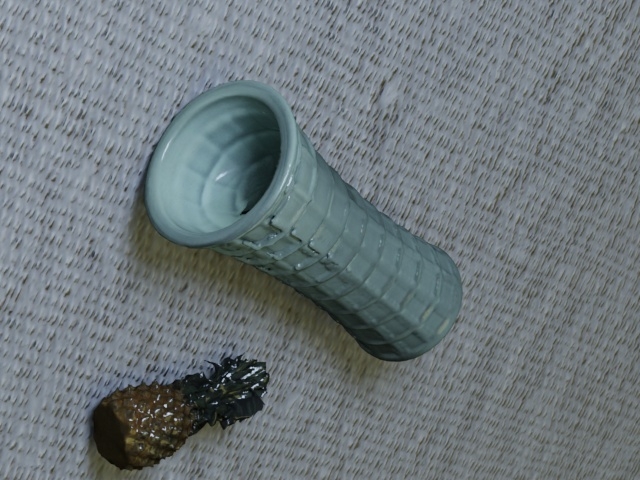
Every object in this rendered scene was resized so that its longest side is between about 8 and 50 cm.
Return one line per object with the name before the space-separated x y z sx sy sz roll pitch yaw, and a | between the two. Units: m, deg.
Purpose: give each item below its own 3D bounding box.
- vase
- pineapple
vase | 0.000 0.000 1.603 0.143 0.143 0.299 -55 138 -2
pineapple | -0.111 0.137 1.628 0.159 0.074 0.074 -20 125 -36
